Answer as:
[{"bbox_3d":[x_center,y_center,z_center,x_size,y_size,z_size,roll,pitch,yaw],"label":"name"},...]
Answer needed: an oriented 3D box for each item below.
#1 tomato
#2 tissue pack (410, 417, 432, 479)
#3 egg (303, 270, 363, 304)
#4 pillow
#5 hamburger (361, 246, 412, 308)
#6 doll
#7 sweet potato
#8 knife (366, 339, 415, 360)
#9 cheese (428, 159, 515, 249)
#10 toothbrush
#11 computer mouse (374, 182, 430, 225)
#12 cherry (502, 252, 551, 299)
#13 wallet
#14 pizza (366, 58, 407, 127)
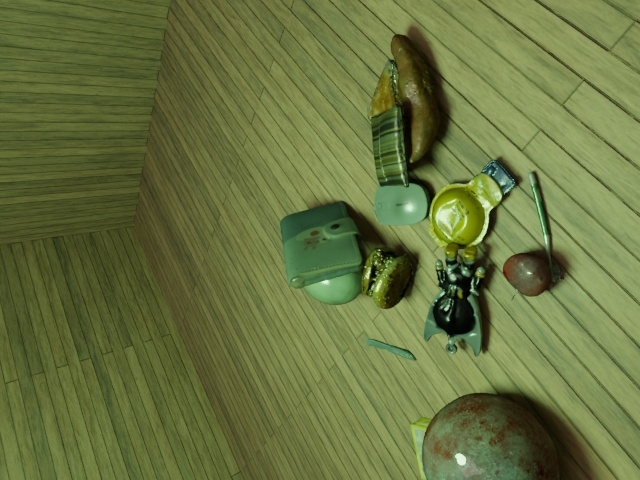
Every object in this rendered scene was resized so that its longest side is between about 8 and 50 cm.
[{"bbox_3d":[0.412,0.537,1.076,0.316,0.282,0.317,11,112,27],"label":"tomato"},{"bbox_3d":[0.347,0.645,1.349,0.095,0.062,0.176,-12,89,50],"label":"tissue pack"},{"bbox_3d":[0.024,0.103,1.498,0.282,0.203,0.203,37,127,37],"label":"egg"},{"bbox_3d":[0.189,-0.252,1.222,0.208,0.052,0.212,-154,54,-75],"label":"pillow"},{"bbox_3d":[0.206,0.106,1.310,0.113,0.185,0.177,32,161,47],"label":"hamburger"},{"bbox_3d":[0.356,0.163,1.170,0.145,0.103,0.316,1,113,8],"label":"doll"},{"bbox_3d":[0.260,-0.380,1.165,0.095,0.106,0.355,146,116,-77],"label":"sweet potato"},{"bbox_3d":[0.230,0.360,1.460,0.210,0.015,0.028,5,96,50],"label":"knife"},{"bbox_3d":[0.374,-0.083,1.122,0.177,0.069,0.270,58,135,23],"label":"cheese"},{"bbox_3d":[0.511,-0.032,1.004,0.024,0.018,0.257,-16,87,49],"label":"toothbrush"},{"bbox_3d":[0.227,-0.107,1.298,0.231,0.079,0.128,-3,94,55],"label":"computer mouse"},{"bbox_3d":[0.480,0.078,1.010,0.106,0.087,0.126,53,166,0],"label":"cherry"},{"bbox_3d":[0.000,0.000,1.404,0.360,0.252,0.083,-106,-1,-54],"label":"wallet"},{"bbox_3d":[0.201,-0.417,1.265,0.185,0.052,0.195,35,130,50],"label":"pizza"}]
